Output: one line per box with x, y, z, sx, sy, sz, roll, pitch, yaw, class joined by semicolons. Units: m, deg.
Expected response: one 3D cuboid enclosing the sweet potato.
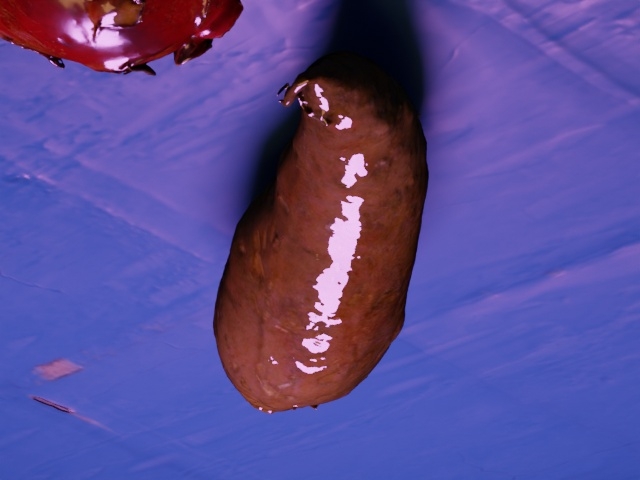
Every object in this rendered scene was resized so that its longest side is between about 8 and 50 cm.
0.005;-0.003;1.243;0.131;0.130;0.422;8;150;-5;sweet potato

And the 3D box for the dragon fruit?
-0.136;-0.178;0.979;0.125;0.125;0.246;15;148;46;dragon fruit
